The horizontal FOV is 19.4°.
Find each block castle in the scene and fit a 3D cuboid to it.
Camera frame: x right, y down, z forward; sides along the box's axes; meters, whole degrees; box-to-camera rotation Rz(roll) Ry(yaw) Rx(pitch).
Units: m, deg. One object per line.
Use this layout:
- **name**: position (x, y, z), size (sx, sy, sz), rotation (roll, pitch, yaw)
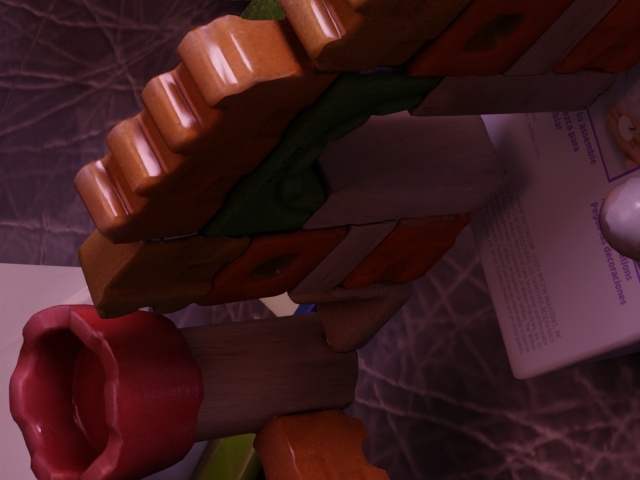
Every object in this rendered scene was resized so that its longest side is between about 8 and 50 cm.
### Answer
- **block castle**: position (0.060, 0.046, 0.681), size (0.453, 0.213, 0.303), rotation (-47, 59, 40)

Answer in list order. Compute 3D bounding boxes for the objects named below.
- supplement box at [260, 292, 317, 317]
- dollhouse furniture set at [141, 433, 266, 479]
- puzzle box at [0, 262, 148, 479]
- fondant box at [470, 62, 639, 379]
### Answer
- **supplement box**: position (0.000, 0.000, 1.017), size (0.083, 0.056, 0.083), rotation (43, 104, 37)
- **dollhouse furniture set**: position (-0.002, 0.220, 0.895), size (0.301, 0.151, 0.197), rotation (30, 96, 38)
- **puzzle box**: position (-0.250, 0.214, 1.147), size (0.272, 0.052, 0.409), rotation (3, 79, 37)
- **fondant box**: position (0.183, -0.098, 0.772), size (0.330, 0.096, 0.238), rotation (-27, 74, 52)
